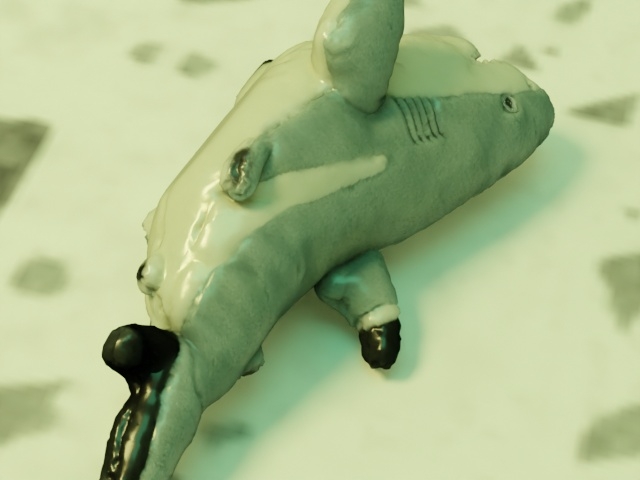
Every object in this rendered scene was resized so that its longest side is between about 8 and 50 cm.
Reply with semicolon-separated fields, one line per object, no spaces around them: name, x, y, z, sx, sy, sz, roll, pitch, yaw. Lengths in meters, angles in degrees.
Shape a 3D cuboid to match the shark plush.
shark plush;0.000;0.000;0.341;0.067;0.073;0.161;41;46;-9
